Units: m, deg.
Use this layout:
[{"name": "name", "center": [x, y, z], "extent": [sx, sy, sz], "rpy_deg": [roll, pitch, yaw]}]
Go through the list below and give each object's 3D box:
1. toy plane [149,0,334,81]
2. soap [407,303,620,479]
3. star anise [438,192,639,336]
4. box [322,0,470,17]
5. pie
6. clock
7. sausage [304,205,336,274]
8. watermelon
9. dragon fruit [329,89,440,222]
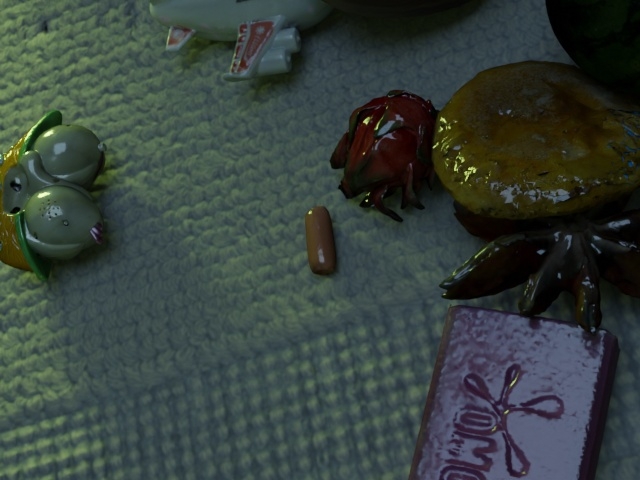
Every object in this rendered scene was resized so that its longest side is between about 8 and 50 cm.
[{"name": "toy plane", "center": [-0.097, -0.310, 1.622], "extent": [0.252, 0.118, 0.252], "rpy_deg": [-6, 67, 14]}, {"name": "soap", "center": [0.192, 0.207, 1.315], "extent": [0.181, 0.081, 0.259], "rpy_deg": [9, 71, 22]}, {"name": "star anise", "center": [0.262, 0.008, 1.354], "extent": [0.288, 0.088, 0.288], "rpy_deg": [-5, 39, 4]}, {"name": "box", "center": [0.092, -0.435, 1.507], "extent": [0.301, 0.216, 0.301], "rpy_deg": [2, 60, -4]}, {"name": "pie", "center": [0.248, -0.112, 1.387], "extent": [0.273, 0.069, 0.273], "rpy_deg": [-4, 43, 4]}, {"name": "clock", "center": [-0.333, -0.058, 1.601], "extent": [0.144, 0.103, 0.231], "rpy_deg": [-9, 67, 13]}, {"name": "sausage", "center": [0.000, 0.000, 1.498], "extent": [0.034, 0.034, 0.083], "rpy_deg": [-12, 65, 14]}, {"name": "watermelon", "center": [0.362, -0.270, 1.373], "extent": [0.242, 0.242, 0.242], "rpy_deg": [-7, 65, 16]}, {"name": "dragon fruit", "center": [0.082, -0.105, 1.477], "extent": [0.121, 0.130, 0.142], "rpy_deg": [30, 76, -6]}]
